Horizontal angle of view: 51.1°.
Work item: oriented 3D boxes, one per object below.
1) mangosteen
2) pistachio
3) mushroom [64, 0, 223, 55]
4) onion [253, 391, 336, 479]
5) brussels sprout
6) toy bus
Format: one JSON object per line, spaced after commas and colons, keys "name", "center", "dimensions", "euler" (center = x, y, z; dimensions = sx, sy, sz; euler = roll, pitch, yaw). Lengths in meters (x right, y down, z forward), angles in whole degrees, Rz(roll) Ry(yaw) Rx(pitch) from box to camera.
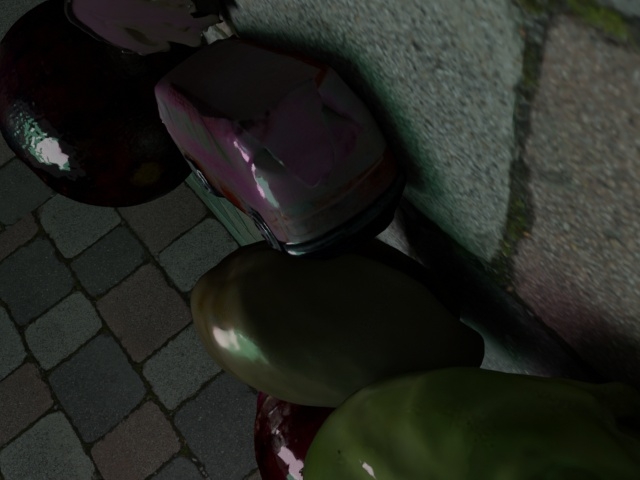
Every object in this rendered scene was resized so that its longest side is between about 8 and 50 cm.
{"name": "mangosteen", "center": [-0.331, -0.182, 0.961], "dimensions": [0.306, 0.360, 0.306], "euler": [51, -157, -32]}
{"name": "pistachio", "center": [0.016, 0.090, 0.646], "dimensions": [0.288, 0.197, 0.166], "euler": [19, -152, -16]}
{"name": "mushroom", "center": [-0.178, -0.259, 0.655], "dimensions": [0.188, 0.141, 0.117], "euler": [-178, 83, -66]}
{"name": "onion", "center": [0.014, 0.370, 1.099], "dimensions": [0.398, 0.420, 0.398], "euler": [50, -168, -15]}
{"name": "brussels sprout", "center": [0.137, 0.230, 0.508], "dimensions": [0.328, 0.247, 0.328], "euler": [17, 162, 6]}
{"name": "toy bus", "center": [-0.053, -0.097, 0.622], "dimensions": [0.303, 0.128, 0.147], "euler": [37, 160, 57]}
